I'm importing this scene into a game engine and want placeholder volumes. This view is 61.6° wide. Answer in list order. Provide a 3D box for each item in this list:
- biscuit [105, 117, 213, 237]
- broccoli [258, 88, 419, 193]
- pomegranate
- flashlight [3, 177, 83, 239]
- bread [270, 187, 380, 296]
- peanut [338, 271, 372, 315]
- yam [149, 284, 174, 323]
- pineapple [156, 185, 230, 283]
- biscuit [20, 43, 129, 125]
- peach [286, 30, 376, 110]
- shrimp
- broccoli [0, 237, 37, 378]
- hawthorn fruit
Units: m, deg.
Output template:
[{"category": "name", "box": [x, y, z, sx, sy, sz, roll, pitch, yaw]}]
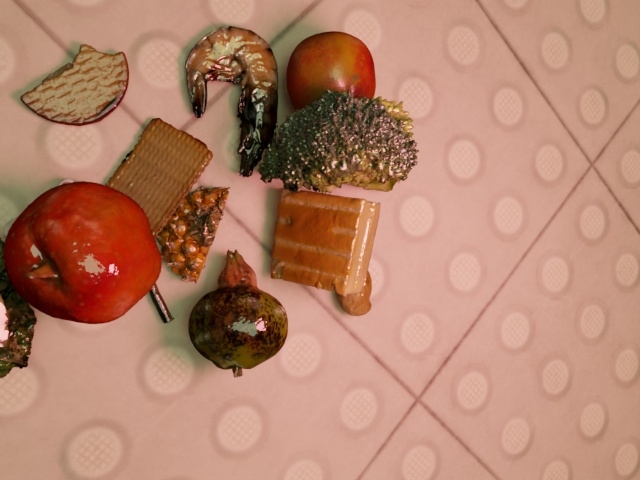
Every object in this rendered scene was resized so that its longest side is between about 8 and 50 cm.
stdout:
[{"category": "biscuit", "box": [-0.379, -0.145, 1.233, 0.172, 0.029, 0.255, 31, 79, 8]}, {"category": "broccoli", "box": [0.103, -0.196, 1.263, 0.396, 0.353, 0.275, 16, 97, -33]}, {"category": "pomegranate", "box": [-0.203, 0.174, 1.281, 0.221, 0.277, 0.204, 13, 126, -42]}, {"category": "flashlight", "box": [-0.590, -0.058, 1.168, 0.200, 0.047, 0.093, -37, 107, -18]}, {"category": "bread", "box": [0.000, 0.000, 1.317, 0.111, 0.246, 0.240, 7, 95, -60]}, {"category": "peanut", "box": [0.070, 0.079, 1.424, 0.117, 0.101, 0.263, -23, 104, 5]}, {"category": "yam", "box": [-0.387, 0.134, 1.272, 0.027, 0.033, 0.130, -22, 96, 6]}, {"category": "pineapple", "box": [-0.301, -0.032, 1.234, 0.139, 0.164, 0.250, 21, 88, -14]}, {"category": "biscuit", "box": [-0.541, -0.344, 1.191, 0.228, 0.031, 0.176, -8, 93, -21]}, {"category": "peach", "box": [0.028, -0.398, 1.331, 0.230, 0.231, 0.231, -1, 91, -23]}, {"category": "shrimp", "box": [-0.217, -0.340, 1.312, 0.233, 0.071, 0.365, 3, 91, -18]}, {"category": "broccoli", "box": [-0.685, 0.139, 1.007, 0.303, 0.283, 0.322, -22, 105, -46]}, {"category": "hawthorn fruit", "box": [-0.470, 0.031, 1.037, 0.286, 0.330, 0.287, 1, 101, 3]}]
